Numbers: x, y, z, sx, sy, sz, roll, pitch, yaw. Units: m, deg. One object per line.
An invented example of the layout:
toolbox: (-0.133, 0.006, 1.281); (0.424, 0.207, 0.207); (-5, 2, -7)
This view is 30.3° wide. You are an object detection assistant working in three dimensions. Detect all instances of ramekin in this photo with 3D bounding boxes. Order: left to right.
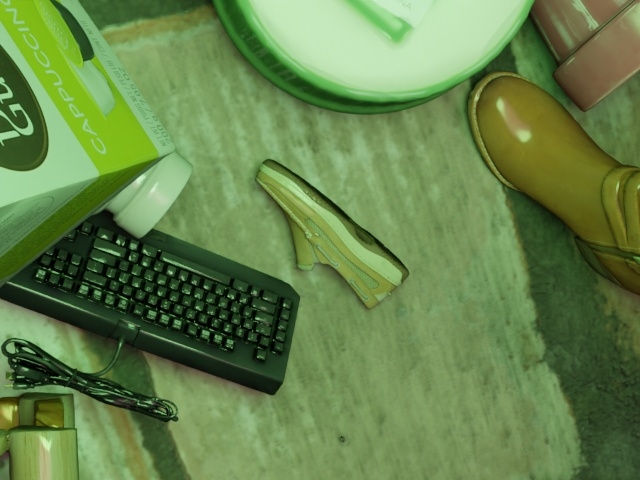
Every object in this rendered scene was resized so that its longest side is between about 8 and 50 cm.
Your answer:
ramekin: (0.050, -0.258, 1.027); (0.303, 0.148, 0.303); (-1, 99, -5)

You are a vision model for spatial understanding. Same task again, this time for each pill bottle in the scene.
pill bottle: (-0.225, -0.096, 1.077); (0.208, 0.117, 0.118); (38, 86, -14)

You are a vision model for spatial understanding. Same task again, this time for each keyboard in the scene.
keyboard: (-0.178, 0.072, 1.102); (0.317, 0.033, 0.202); (21, 58, -14)

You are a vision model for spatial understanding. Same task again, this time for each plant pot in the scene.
plant pot: (0.278, -0.256, 1.156); (0.201, 0.201, 0.180); (-41, 87, -7)

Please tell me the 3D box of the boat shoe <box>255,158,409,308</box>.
boat shoe: (0.000, 0.000, 1.171); (0.190, 0.068, 0.072); (41, 97, -14)

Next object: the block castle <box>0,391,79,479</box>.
block castle: (-0.411, 0.256, 0.975); (0.453, 0.303, 0.213); (-2, 90, -13)

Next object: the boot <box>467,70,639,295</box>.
boot: (0.272, -0.051, 1.147); (0.109, 0.220, 0.283); (-36, 102, -7)

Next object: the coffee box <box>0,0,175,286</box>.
coffee box: (-0.374, -0.089, 0.851); (0.338, 0.334, 0.338); (-35, 91, 17)
